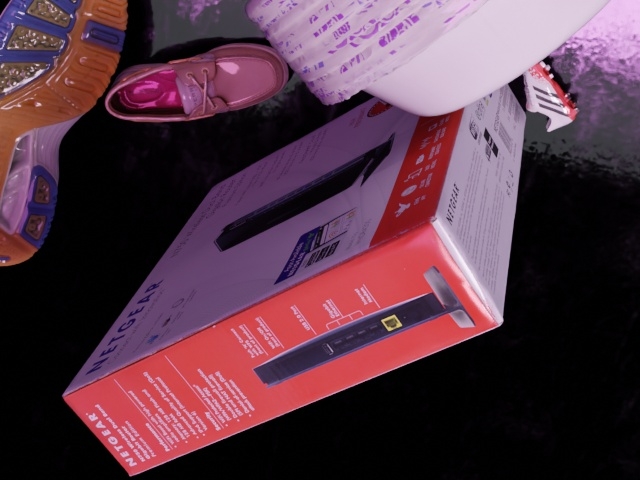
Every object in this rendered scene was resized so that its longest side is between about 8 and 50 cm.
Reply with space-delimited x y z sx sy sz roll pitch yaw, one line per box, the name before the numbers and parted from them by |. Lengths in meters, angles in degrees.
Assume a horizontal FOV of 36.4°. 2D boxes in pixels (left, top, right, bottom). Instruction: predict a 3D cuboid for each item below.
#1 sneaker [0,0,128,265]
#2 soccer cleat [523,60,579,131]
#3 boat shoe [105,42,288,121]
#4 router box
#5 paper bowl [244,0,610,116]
sneaker | -0.275 -0.130 0.882 0.112 0.131 0.296 19 102 -36
soccer cleat | 0.181 -0.127 0.813 0.036 0.029 0.083 -35 109 23
boat shoe | -0.113 -0.133 0.867 0.170 0.059 0.063 -8 115 18
router box | 0.000 0.000 0.749 0.301 0.335 0.082 -26 109 25
paper bowl | 0.098 -0.194 0.649 0.284 0.284 0.148 -34 105 27
